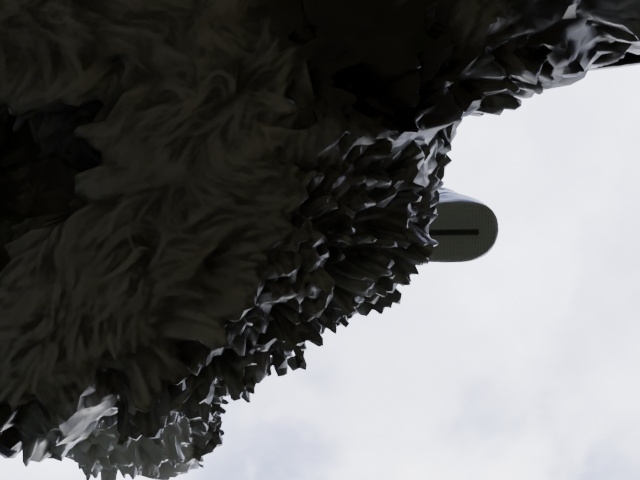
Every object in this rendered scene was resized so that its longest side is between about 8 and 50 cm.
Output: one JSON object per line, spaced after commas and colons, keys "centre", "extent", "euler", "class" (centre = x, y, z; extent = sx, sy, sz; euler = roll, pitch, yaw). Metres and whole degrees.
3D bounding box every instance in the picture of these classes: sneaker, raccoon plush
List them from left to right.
{"centre": [0.000, 0.000, 0.616], "extent": [0.447, 0.299, 0.216], "euler": [-7, -108, 11], "class": "raccoon plush"}
{"centre": [0.044, -0.015, 1.367], "extent": [0.258, 0.091, 0.094], "euler": [6, -83, -14], "class": "sneaker"}

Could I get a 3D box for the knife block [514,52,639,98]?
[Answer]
{"centre": [0.140, -0.175, 1.000], "extent": [0.242, 0.276, 0.088], "euler": [152, -63, -70], "class": "knife block"}
